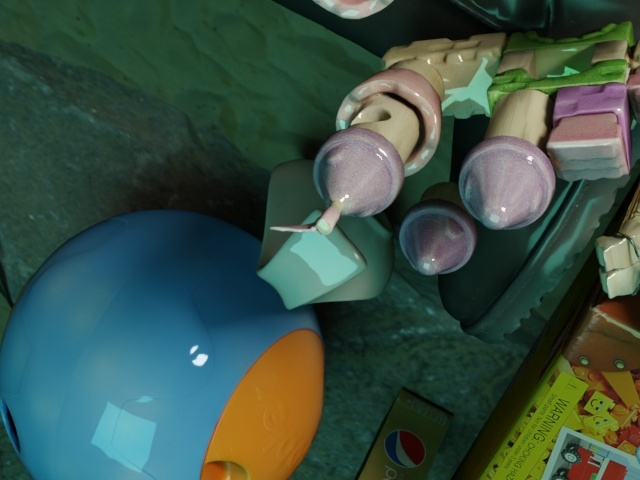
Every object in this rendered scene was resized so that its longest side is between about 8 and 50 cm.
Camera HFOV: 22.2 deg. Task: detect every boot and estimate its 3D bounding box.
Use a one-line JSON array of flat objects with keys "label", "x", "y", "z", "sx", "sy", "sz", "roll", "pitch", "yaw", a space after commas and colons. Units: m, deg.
[{"label": "boot", "x": 0.022, "y": -0.159, "z": 1.180, "sx": 0.445, "sy": 0.146, "sz": 0.367, "roll": 27, "pitch": 125, "yaw": -4}]

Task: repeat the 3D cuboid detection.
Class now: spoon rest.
[{"label": "spoon rest", "x": 0.000, "y": 0.000, "z": 1.285, "sx": 0.084, "sy": 0.276, "sz": 0.137, "roll": -39, "pitch": 92, "yaw": 10}]

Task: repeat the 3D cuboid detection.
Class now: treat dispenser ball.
[{"label": "treat dispenser ball", "x": -0.138, "y": 0.116, "z": 1.429, "sx": 0.288, "sy": 0.288, "sz": 0.288, "roll": 16, "pitch": 135, "yaw": 16}]

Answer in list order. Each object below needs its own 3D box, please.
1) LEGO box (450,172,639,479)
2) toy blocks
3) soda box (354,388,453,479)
[{"label": "LEGO box", "x": 0.316, "y": 0.229, "z": 1.349, "sx": 0.372, "sy": 0.193, "sz": 0.500, "roll": 27, "pitch": 137, "yaw": 5}, {"label": "toy blocks", "x": 0.142, "y": -0.054, "z": 0.970, "sx": 0.288, "sy": 0.260, "sz": 0.309, "roll": -3, "pitch": 116, "yaw": 16}, {"label": "soda box", "x": 0.060, "y": 0.227, "z": 1.497, "sx": 0.058, "sy": 0.181, "sz": 0.061, "roll": 28, "pitch": 137, "yaw": 3}]
